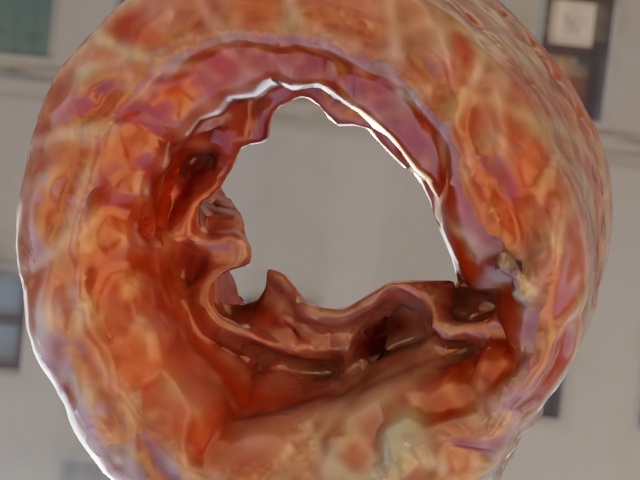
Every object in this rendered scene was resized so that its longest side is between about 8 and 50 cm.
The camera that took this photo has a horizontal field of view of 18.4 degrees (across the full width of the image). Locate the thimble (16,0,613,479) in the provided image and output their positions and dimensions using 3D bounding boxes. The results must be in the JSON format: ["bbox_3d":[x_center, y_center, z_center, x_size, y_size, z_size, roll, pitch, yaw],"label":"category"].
[{"bbox_3d":[0.000,0.000,0.800,0.239,0.239,0.162,7,-172,12],"label":"thimble"}]
